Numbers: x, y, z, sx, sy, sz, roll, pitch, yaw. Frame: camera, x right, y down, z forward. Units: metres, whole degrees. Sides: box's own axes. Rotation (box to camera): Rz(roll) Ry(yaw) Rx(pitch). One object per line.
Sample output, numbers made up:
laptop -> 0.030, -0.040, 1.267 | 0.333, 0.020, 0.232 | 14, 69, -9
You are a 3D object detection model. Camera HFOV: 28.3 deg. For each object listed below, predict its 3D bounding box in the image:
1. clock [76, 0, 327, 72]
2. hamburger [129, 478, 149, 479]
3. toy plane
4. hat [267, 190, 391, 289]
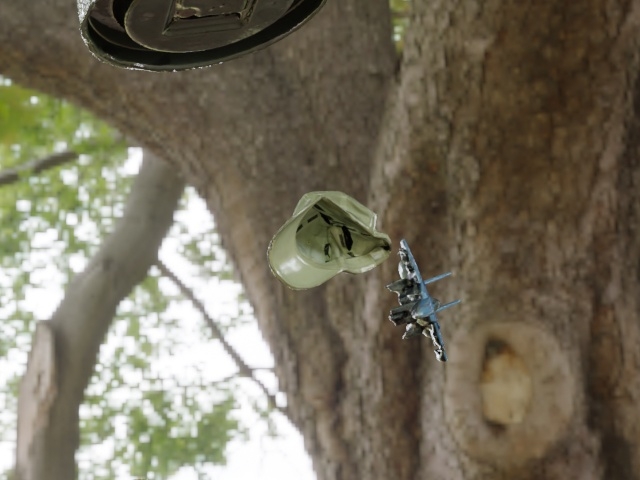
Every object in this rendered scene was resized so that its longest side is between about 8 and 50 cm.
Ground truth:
clock -> -0.124, -0.268, 1.356 | 0.281, 0.055, 0.280 | -15, -16, -4
hamburger -> -0.147, 0.244, 0.894 | 0.138, 0.147, 0.083 | -14, -34, -30
toy plane -> 0.123, 0.083, 1.593 | 0.078, 0.169, 0.246 | -19, 2, 14
hat -> 0.000, 0.002, 1.519 | 0.081, 0.122, 0.166 | 2, 28, 45
